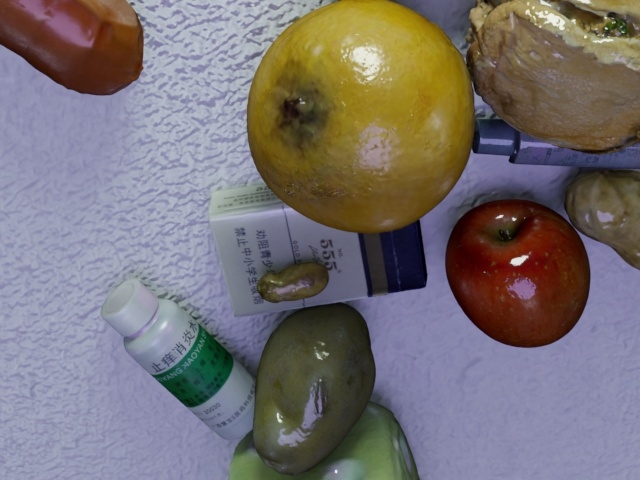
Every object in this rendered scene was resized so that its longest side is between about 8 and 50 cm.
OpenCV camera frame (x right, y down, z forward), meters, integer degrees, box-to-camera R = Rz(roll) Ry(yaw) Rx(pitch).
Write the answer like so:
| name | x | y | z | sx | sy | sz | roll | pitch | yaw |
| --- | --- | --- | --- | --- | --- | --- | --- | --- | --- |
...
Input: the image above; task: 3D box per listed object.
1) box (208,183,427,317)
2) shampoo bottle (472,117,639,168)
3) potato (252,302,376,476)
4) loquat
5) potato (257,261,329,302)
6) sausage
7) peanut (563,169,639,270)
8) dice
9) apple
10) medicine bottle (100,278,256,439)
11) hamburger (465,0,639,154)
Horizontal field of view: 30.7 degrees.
| name | x | y | z | sx | sy | sz | roll | pitch | yaw |
| --- | --- | --- | --- | --- | --- | --- | --- | --- | --- |
| box | 0.000 | 0.000 | 1.483 | 0.259 | 0.071 | 0.168 | -9 | 122 | 2 |
| shampoo bottle | 0.293 | -0.124 | 1.425 | 0.214 | 0.072 | 0.072 | 2 | 122 | -5 |
| potato | -0.014 | 0.191 | 1.526 | 0.160 | 0.235 | 0.178 | 15 | 165 | 24 |
| loquat | 0.043 | -0.134 | 1.291 | 0.263 | 0.263 | 0.263 | -1 | 122 | -2 |
| potato | -0.034 | 0.053 | 1.448 | 0.092 | 0.046 | 0.045 | -16 | 87 | -2 |
| sausage | -0.306 | -0.259 | 1.274 | 0.258 | 0.133 | 0.133 | 37 | 113 | -27 |
| peanut | 0.408 | -0.021 | 1.479 | 0.229 | 0.098 | 0.103 | 27 | 128 | -21 |
| dice | 0.016 | 0.390 | 1.624 | 0.255 | 0.249 | 0.252 | -15 | 121 | 6 |
| apple | 0.245 | 0.040 | 1.462 | 0.181 | 0.181 | 0.168 | -10 | 135 | 3 |
| medicine bottle | -0.182 | 0.158 | 1.560 | 0.095 | 0.095 | 0.260 | -35 | 117 | 17 |
| hamburger | 0.289 | -0.199 | 1.280 | 0.286 | 0.243 | 0.146 | 38 | 72 | -32 |
